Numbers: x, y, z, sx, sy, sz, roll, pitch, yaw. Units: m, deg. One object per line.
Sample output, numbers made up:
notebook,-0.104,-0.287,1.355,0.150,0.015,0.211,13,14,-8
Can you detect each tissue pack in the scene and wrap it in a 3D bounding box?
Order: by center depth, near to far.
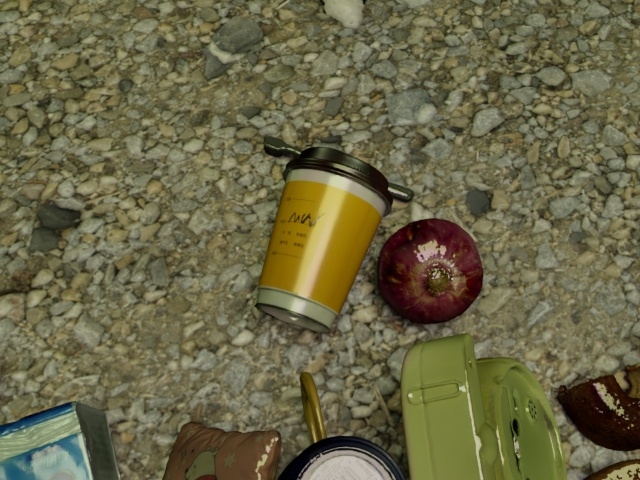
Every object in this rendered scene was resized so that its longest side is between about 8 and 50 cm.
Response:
tissue pack,-0.424,0.332,0.882,0.263,0.198,0.146,-17,73,-11

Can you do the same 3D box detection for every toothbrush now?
toothbrush,0.033,-0.130,1.206,0.297,0.031,0.030,20,58,2

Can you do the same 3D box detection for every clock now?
clock,0.245,0.291,0.910,0.117,0.348,0.286,-20,64,32

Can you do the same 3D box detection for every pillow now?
pillow,-0.155,0.369,0.907,0.084,0.236,0.224,30,61,-42

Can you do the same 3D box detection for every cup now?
cup,-0.005,0.328,0.890,0.178,0.256,0.255,-37,74,-18
cup,0.000,0.000,1.072,0.196,0.196,0.280,18,74,2

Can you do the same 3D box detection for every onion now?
onion,0.181,0.051,1.082,0.177,0.153,0.178,2,77,-11

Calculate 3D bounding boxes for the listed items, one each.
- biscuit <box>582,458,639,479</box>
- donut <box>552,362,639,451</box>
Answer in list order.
biscuit,0.535,0.495,0.943,0.314,0.063,0.368,-26,60,-7
donut,0.515,0.259,1.056,0.217,0.085,0.141,-18,70,-14
